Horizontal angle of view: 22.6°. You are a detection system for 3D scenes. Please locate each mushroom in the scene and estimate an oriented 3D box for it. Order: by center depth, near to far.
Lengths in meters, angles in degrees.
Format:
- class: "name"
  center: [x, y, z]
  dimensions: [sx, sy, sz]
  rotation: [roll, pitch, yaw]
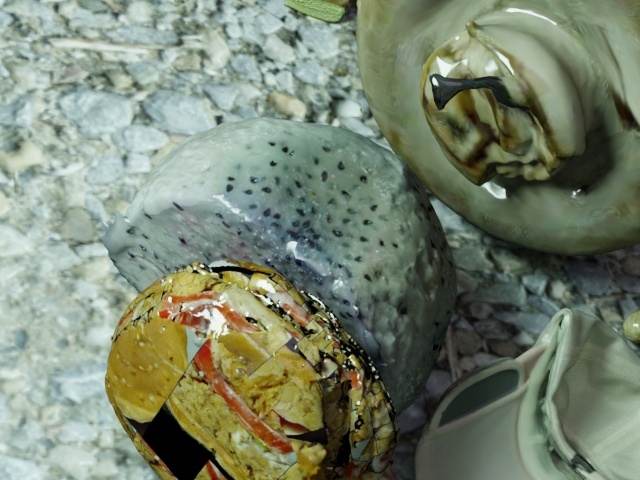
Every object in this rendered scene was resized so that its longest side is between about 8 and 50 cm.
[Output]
- class: "mushroom"
  center: [0.181, -0.142, 1.352]
  dimensions: [0.362, 0.362, 0.294]
  rotation: [41, 45, 4]

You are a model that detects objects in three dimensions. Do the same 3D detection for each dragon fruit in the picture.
- class: "dragon fruit"
  center: [0.000, 0.000, 1.279]
  dimensions: [0.283, 0.221, 0.204]
  rotation: [39, 57, 4]

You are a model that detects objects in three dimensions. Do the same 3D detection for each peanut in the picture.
- class: "peanut"
  center: [0.312, 0.074, 1.482]
  dimensions: [0.083, 0.037, 0.037]
  rotation: [-19, 70, -29]

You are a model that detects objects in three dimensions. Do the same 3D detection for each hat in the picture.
- class: "hat"
  center: [0.202, 0.193, 1.339]
  dimensions: [0.226, 0.164, 0.219]
  rotation: [-33, 74, 5]

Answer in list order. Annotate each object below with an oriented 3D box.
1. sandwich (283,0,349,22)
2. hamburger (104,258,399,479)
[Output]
- class: "sandwich"
  center: [0.009, -0.231, 1.538]
  dimensions: [0.083, 0.031, 0.044]
  rotation: [-33, 73, -33]
- class: "hamburger"
  center: [-0.056, 0.120, 1.179]
  dimensions: [0.231, 0.231, 0.107]
  rotation: [47, 50, 8]
